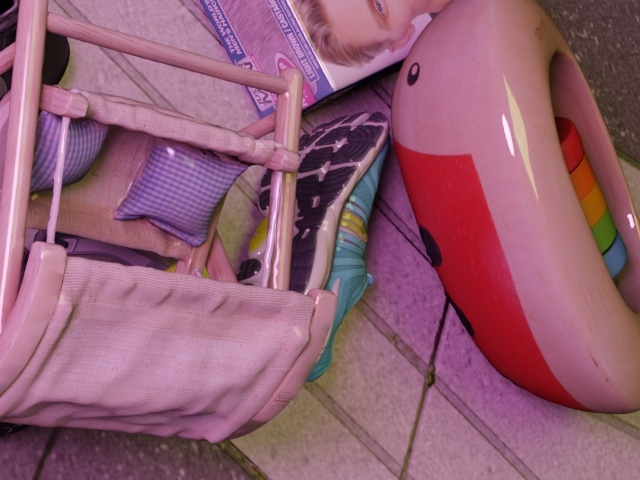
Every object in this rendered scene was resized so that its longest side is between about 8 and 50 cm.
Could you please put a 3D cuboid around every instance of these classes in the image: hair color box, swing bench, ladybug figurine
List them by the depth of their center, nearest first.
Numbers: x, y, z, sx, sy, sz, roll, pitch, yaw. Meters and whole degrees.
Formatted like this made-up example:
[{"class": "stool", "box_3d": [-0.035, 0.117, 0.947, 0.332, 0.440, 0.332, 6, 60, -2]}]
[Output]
[{"class": "swing bench", "box_3d": [-0.134, 0.000, 1.163, 0.253, 0.165, 0.255, 10, 63, -44]}, {"class": "ladybug figurine", "box_3d": [0.192, -0.022, 1.579, 0.449, 0.162, 0.305, 66, 23, -18]}, {"class": "hair color box", "box_3d": [0.048, -0.249, 1.634, 0.347, 0.105, 0.174, -31, 93, -45]}]

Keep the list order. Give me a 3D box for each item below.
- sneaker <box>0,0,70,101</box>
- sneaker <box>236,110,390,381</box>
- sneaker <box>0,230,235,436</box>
[{"class": "sneaker", "box_3d": [-0.248, -0.153, 1.263, 0.107, 0.124, 0.283, 61, 25, 4]}, {"class": "sneaker", "box_3d": [0.000, 0.000, 1.506, 0.110, 0.107, 0.275, 52, 47, -39]}, {"class": "sneaker", "box_3d": [-0.197, 0.051, 1.292, 0.121, 0.111, 0.300, 53, 39, 2]}]
